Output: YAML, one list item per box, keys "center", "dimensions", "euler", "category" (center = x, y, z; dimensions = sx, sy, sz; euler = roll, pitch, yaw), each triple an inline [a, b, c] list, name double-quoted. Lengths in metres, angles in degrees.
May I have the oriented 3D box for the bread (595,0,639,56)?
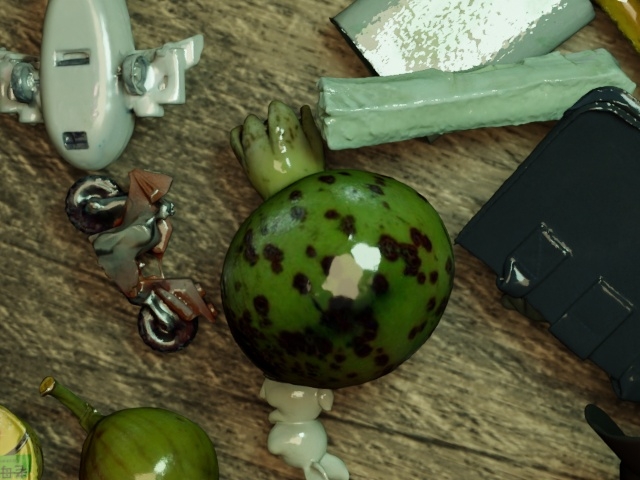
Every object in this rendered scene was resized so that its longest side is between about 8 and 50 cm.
- center: [0.412, -0.215, 1.784]
  dimensions: [0.185, 0.109, 0.380]
  euler: [-31, 89, -28]
  category: "bread"

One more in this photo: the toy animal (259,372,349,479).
- center: [-0.018, 0.199, 1.806]
  dimensions: [0.085, 0.071, 0.124]
  euler: [3, 97, 22]
  category: "toy animal"

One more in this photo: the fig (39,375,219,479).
- center: [-0.201, 0.239, 1.791]
  dimensions: [0.186, 0.148, 0.142]
  euler: [26, 106, 41]
  category: "fig"

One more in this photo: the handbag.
- center: [0.318, 0.030, 1.745]
  dimensions: [0.326, 0.118, 0.269]
  euler: [42, 110, -2]
  category: "handbag"

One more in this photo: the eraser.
- center: [0.151, -0.237, 1.813]
  dimensions: [0.227, 0.081, 0.174]
  euler: [-37, 92, 1]
  category: "eraser"

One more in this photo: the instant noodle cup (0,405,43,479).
- center: [-0.361, 0.238, 1.795]
  dimensions: [0.152, 0.122, 0.151]
  euler: [0, 87, 0]
  category: "instant noodle cup"

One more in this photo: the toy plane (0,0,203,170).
- center: [-0.241, -0.196, 1.818]
  dimensions: [0.245, 0.117, 0.244]
  euler: [0, 90, 19]
  category: "toy plane"

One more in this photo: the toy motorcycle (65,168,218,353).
- center: [-0.179, 0.012, 1.818]
  dimensions: [0.118, 0.084, 0.212]
  euler: [-31, 94, 0]
  category: "toy motorcycle"

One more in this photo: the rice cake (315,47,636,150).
- center: [0.159, -0.147, 1.747]
  dimensions: [0.336, 0.066, 0.063]
  euler: [-8, 127, -15]
  category: "rice cake"

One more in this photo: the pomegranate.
- center: [0.017, -0.001, 1.740]
  dimensions: [0.242, 0.242, 0.305]
  euler: [1, 75, 3]
  category: "pomegranate"

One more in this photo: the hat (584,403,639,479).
- center: [0.370, 0.298, 1.680]
  dimensions: [0.336, 0.238, 0.209]
  euler: [26, 79, -37]
  category: "hat"
